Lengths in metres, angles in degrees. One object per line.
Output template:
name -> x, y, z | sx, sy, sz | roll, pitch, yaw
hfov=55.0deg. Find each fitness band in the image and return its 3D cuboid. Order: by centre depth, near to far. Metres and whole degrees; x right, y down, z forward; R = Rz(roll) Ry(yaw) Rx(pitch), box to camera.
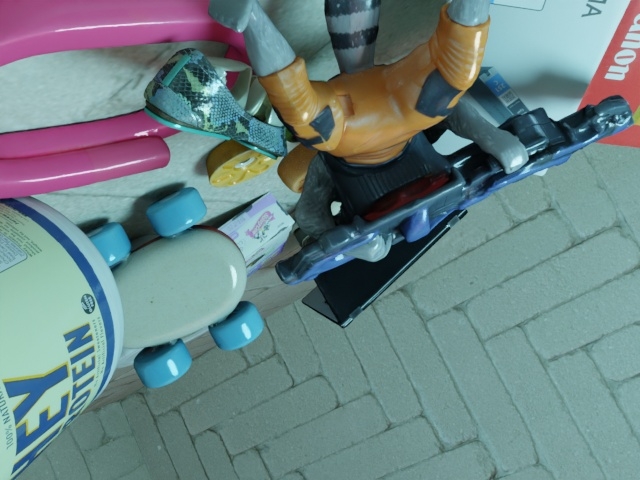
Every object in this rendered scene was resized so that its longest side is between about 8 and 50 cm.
fitness band -> -0.170, -0.116, 0.476 | 0.291, 0.054, 0.209 | -20, 166, -37

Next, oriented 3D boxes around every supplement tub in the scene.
supplement tub -> -0.320, 0.108, 0.440 | 0.235, 0.235, 0.325 | -31, -170, 22

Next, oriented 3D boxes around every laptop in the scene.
laptop -> 0.101, -0.030, 1.331 | 0.382, 0.236, 0.408 | -41, -162, -12

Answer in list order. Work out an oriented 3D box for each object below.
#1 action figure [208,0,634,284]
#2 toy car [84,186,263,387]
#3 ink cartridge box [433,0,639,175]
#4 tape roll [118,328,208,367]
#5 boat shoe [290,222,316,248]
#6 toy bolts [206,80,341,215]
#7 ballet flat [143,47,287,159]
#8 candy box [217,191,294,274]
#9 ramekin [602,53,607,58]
action figure -> 0.089, -0.116, 0.517 | 0.342, 0.178, 0.330 | -23, 154, -6
toy car -> -0.219, 0.043, 0.885 | 0.210, 0.219, 0.238 | -26, -161, -7
ink cartridge box -> 0.238, -0.171, 0.548 | 0.261, 0.066, 0.296 | 11, 150, 7
tape roll -> -0.348, 0.181, 1.378 | 0.286, 0.100, 0.286 | -25, 170, -5
boat shoe -> 0.004, -0.002, 1.369 | 0.109, 0.091, 0.305 | -27, 170, 1
toy bolts -> -0.002, -0.080, 0.764 | 0.218, 0.158, 0.229 | -34, 167, 37
ballet flat -> -0.064, -0.107, 0.493 | 0.070, 0.070, 0.188 | -30, 172, 16
candy box -> -0.140, 0.017, 1.071 | 0.165, 0.070, 0.196 | -37, 174, -18
ramekin -> 0.354, -0.279, 0.693 | 0.304, 0.148, 0.303 | -26, 170, -5
